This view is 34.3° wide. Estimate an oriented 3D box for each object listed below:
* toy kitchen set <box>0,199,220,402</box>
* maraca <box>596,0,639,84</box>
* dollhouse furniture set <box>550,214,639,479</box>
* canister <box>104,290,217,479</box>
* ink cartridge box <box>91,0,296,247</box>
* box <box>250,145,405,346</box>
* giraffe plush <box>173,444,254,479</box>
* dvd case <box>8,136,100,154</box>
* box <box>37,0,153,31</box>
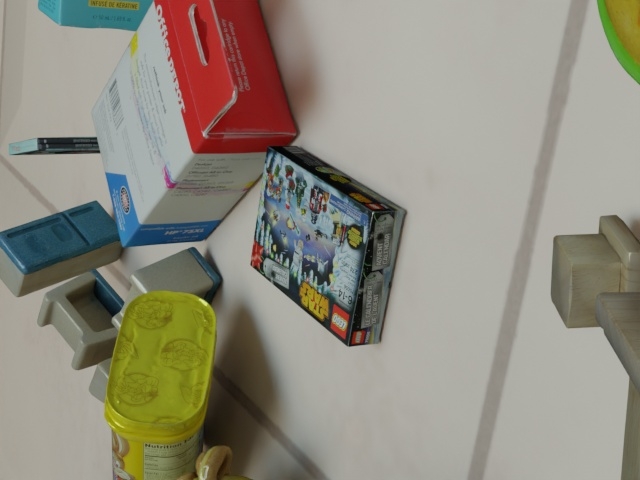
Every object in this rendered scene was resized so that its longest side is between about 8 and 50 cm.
[{"bbox_3d":[-0.180,0.018,0.940,0.207,0.122,0.166,46,133,19],"label":"toy kitchen set"},{"bbox_3d":[0.183,-0.104,0.346,0.186,0.099,0.127,-8,88,32],"label":"maraca"},{"bbox_3d":[0.204,0.194,0.387,0.355,0.174,0.303,-94,1,-65],"label":"dollhouse furniture set"},{"bbox_3d":[-0.125,0.142,0.814,0.126,0.073,0.170,-87,5,-46],"label":"canister"},{"bbox_3d":[-0.096,-0.103,0.796,0.231,0.078,0.134,-42,59,51],"label":"ink cartridge box"},{"bbox_3d":[0.000,0.000,0.701,0.137,0.027,0.094,35,122,51],"label":"box"},{"bbox_3d":[-0.066,0.244,0.719,0.181,0.210,0.170,-33,37,46],"label":"giraffe plush"},{"bbox_3d":[-0.212,-0.086,0.943,0.087,0.119,0.013,2,94,57],"label":"dvd case"},{"bbox_3d":[-0.173,-0.306,0.883,0.060,0.101,0.244,39,125,48],"label":"box"}]
